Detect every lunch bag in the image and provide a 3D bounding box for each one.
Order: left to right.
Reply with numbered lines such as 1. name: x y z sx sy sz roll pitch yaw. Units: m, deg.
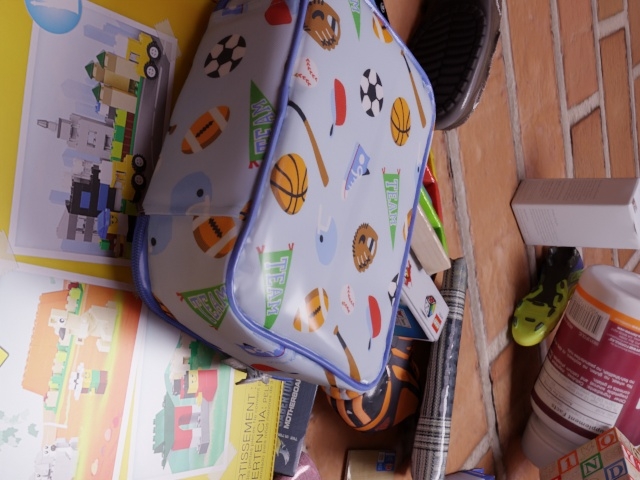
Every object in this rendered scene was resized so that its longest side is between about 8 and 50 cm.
1. lunch bag: -0.009 -0.035 0.595 0.243 0.115 0.303 39 60 -50

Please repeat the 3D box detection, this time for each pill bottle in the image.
1. pill bottle: 0.543 0.265 1.475 0.224 0.224 0.392 -9 121 -52

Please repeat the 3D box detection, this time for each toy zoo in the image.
1. toy zoo: 0.090 -0.125 0.893 0.192 0.030 0.293 57 22 -34

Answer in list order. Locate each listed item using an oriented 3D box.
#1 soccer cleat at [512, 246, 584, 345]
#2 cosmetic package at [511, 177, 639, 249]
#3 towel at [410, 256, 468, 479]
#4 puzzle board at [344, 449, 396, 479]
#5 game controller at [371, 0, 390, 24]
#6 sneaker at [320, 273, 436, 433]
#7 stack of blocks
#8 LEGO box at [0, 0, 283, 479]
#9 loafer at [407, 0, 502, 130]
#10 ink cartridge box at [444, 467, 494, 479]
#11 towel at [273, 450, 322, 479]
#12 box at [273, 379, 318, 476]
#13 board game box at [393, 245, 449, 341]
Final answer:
1. soccer cleat: 0.474 0.127 1.566 0.289 0.093 0.121 -51 132 -39
2. cosmetic package: 0.497 -0.054 1.472 0.085 0.231 0.117 -58 134 -33
3. towel: 0.172 0.201 1.126 0.324 0.056 0.312 54 43 -73
4. puzzle board: 0.069 0.353 1.114 0.128 0.011 0.096 20 75 -52
5. game controller: 0.048 -0.280 1.010 0.166 0.067 0.319 -48 129 -40
6. sneaker: 0.095 0.119 1.069 0.321 0.125 0.180 -59 144 -30
7. stack of blocks: 0.438 0.481 1.362 0.087 0.297 0.171 46 23 -10
8. LEGO box: -0.205 0.039 0.588 0.372 0.193 0.500 16 79 -52
9. loafer: 0.231 -0.318 1.191 0.130 0.134 0.366 38 63 -46
10. ink cartridge box: 0.215 0.491 1.273 0.311 0.065 0.185 10 84 -54
11. towel: -0.074 0.449 0.912 0.329 0.037 0.237 -44 124 -42
12. box: -0.035 0.157 0.826 0.232 0.059 0.183 101 3 -74
13. board game box: 0.000 0.000 0.857 0.305 0.193 0.053 55 51 -39
